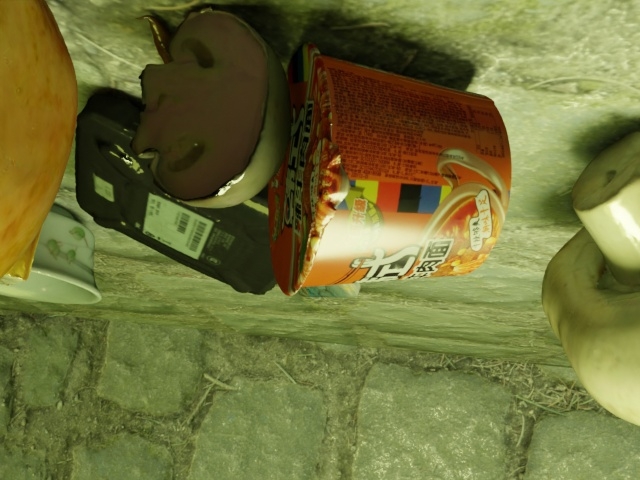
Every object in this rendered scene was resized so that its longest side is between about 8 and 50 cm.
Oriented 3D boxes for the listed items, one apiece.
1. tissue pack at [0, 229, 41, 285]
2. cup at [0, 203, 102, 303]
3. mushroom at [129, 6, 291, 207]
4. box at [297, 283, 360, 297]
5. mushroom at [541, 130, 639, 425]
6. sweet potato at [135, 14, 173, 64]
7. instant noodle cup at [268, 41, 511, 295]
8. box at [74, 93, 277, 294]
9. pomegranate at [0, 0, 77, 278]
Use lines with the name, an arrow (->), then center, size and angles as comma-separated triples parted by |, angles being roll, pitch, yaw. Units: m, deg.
tissue pack -> -0.462, -0.069, 0.828 | 0.183, 0.225, 0.092 | 21, 159, -34
cup -> -0.595, 0.010, 1.235 | 0.348, 0.162, 0.347 | 7, 162, 2
mushroom -> -0.090, -0.115, 0.602 | 0.141, 0.188, 0.117 | -3, 164, 32
box -> -0.048, 0.009, 1.071 | 0.142, 0.044, 0.285 | -4, 139, 35
mushroom -> 0.426, 0.068, 0.777 | 0.354, 0.352, 0.325 | 11, 147, -12
sweet potato -> -0.139, -0.172, 0.673 | 0.057, 0.056, 0.195 | 1, 156, 20
instant noodle cup -> 0.062, -0.065, 0.642 | 0.192, 0.250, 0.250 | 3, 164, -15
box -> -0.190, -0.046, 0.919 | 0.351, 0.090, 0.359 | 25, 154, -10
pomegranate -> -0.394, -0.114, 0.472 | 0.412, 0.410, 0.411 | 7, 162, 2
